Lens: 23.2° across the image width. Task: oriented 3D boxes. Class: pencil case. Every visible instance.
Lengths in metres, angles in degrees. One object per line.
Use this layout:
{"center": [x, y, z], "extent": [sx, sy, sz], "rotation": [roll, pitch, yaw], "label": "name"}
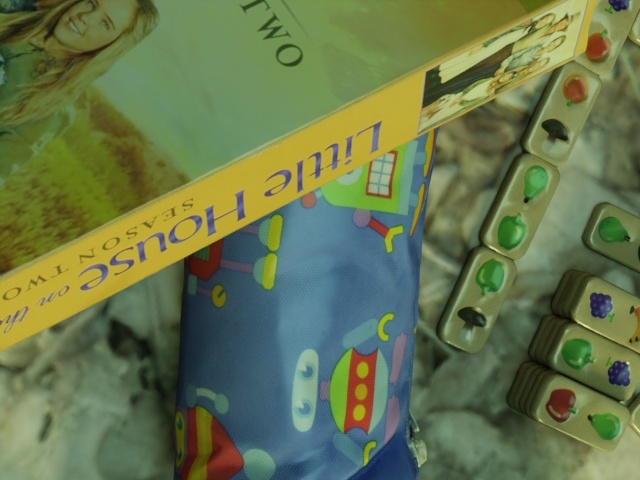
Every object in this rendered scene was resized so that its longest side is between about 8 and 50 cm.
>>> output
{"center": [0.000, 0.000, 0.780], "extent": [0.133, 0.119, 0.306], "rotation": [3, 95, -20], "label": "pencil case"}

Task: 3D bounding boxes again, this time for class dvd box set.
{"center": [-0.140, -0.114, 0.659], "extent": [0.420, 0.062, 0.307], "rotation": [-27, 67, -14], "label": "dvd box set"}

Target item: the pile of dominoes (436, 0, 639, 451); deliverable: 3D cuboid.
{"center": [0.196, -0.002, 0.893], "extent": [0.196, 0.040, 0.251], "rotation": [26, 88, -20], "label": "pile of dominoes"}
